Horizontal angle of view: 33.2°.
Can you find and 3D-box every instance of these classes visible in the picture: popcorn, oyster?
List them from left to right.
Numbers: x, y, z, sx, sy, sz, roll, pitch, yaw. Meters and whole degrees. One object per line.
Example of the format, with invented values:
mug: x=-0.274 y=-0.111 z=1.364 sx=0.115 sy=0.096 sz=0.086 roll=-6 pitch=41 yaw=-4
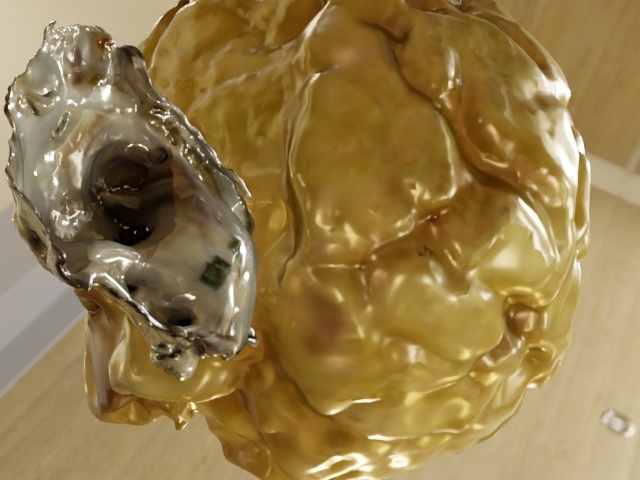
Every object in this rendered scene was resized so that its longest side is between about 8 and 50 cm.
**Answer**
oyster: x=-0.063 y=0.001 z=0.408 sx=0.166 sy=0.053 sz=0.108 roll=48 pitch=-154 yaw=-37
popcorn: x=0.015 y=-0.010 z=0.750 sx=0.354 sy=0.390 sz=0.344 roll=36 pitch=-136 yaw=-34
